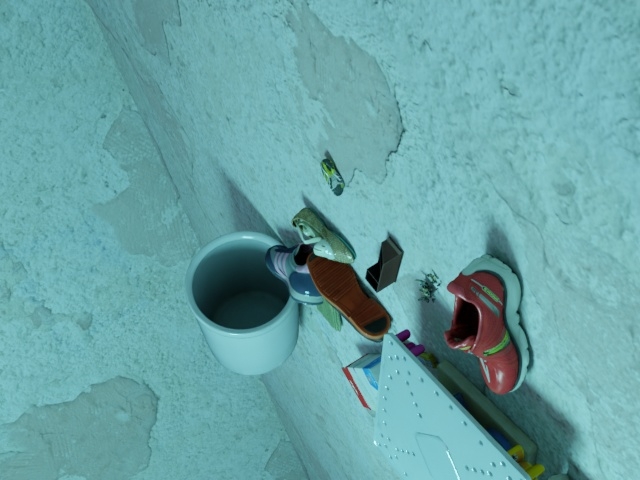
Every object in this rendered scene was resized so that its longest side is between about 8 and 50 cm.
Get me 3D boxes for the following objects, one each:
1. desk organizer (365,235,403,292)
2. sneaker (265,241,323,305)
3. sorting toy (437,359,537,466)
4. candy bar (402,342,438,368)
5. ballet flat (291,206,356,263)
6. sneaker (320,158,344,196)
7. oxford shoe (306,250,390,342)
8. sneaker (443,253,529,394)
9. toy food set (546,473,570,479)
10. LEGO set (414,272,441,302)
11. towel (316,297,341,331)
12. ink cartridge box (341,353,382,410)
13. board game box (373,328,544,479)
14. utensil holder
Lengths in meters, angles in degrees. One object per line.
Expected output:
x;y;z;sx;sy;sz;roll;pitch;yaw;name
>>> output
0.127;0.051;1.452;0.047;0.050;0.130;52;160;23;desk organizer
-0.057;0.053;1.915;0.319;0.112;0.131;41;125;58;sneaker
0.310;0.418;1.472;0.257;0.089;0.255;44;156;41;sorting toy
0.210;0.251;1.594;0.040;0.018;0.161;61;162;-17;candy bar
0.000;0.000;1.683;0.206;0.067;0.073;44;156;40;ballet flat
0.024;-0.131;1.486;0.035;0.031;0.083;-139;26;-77;sneaker
0.058;0.137;1.706;0.271;0.097;0.098;52;166;23;oxford shoe
0.253;0.148;1.155;0.107;0.118;0.279;36;151;52;sneaker
0.421;0.575;1.300;0.306;0.092;0.220;92;163;-56;toy food set
0.206;0.089;1.357;0.054;0.023;0.083;57;149;1;LEGO set
0.018;0.175;1.975;0.110;0.027;0.148;44;157;41;towel
0.145;0.364;1.847;0.134;0.078;0.231;61;162;-1;ink cartridge box
0.247;0.418;1.405;0.390;0.050;0.390;46;148;39;board game box
-0.218;0.206;2.197;0.328;0.327;0.385;51;163;24;utensil holder
